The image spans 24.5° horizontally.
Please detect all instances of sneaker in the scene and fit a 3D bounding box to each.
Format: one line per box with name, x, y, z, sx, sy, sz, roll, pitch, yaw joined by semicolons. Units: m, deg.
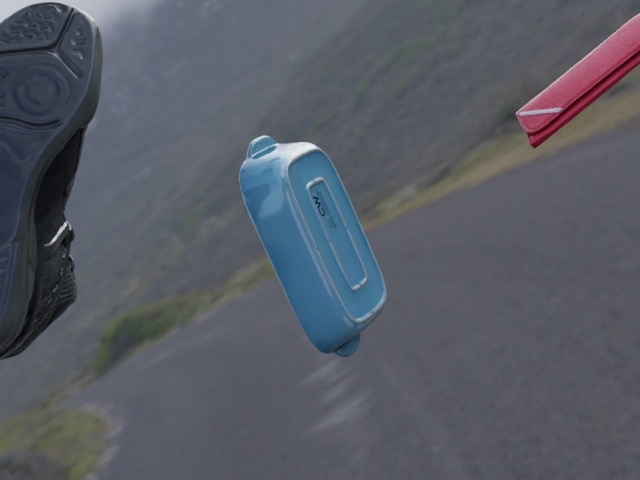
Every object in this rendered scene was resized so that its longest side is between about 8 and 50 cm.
sneaker;-0.187;-0.029;0.909;0.087;0.227;0.130;10;-15;0

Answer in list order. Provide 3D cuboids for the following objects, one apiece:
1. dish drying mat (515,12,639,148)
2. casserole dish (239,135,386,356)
dish drying mat;0.133;-0.081;0.733;0.083;0.008;0.032;-40;31;20
casserole dish;0.000;0.000;1.167;0.037;0.188;0.114;-22;6;28
